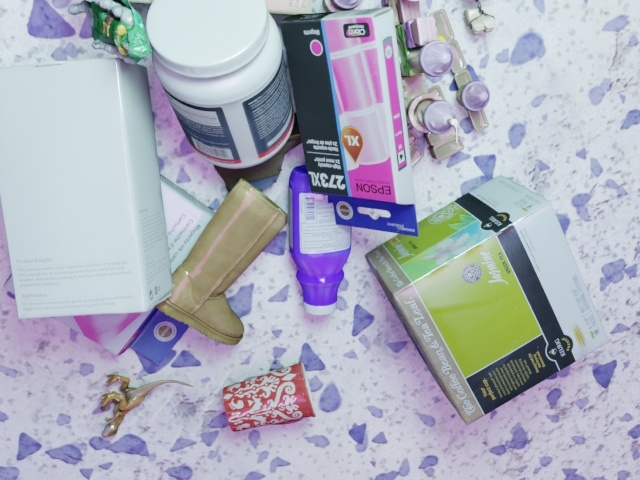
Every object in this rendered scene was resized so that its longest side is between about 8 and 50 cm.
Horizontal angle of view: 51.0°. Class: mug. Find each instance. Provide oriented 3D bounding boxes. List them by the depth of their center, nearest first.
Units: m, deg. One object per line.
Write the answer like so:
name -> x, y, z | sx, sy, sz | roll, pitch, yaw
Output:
mug -> -0.100, 0.336, 1.358 | 0.169, 0.113, 0.150 | -14, 109, -2

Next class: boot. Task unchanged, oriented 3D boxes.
boot -> -0.088, -0.158, 1.218 | 0.219, 0.082, 0.106 | -16, 133, -9
boot -> -0.149, 0.050, 1.232 | 0.270, 0.089, 0.236 | -50, 140, 3

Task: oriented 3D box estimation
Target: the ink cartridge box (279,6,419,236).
ink cartridge box -> 0.051, -0.171, 1.066 | 0.069, 0.175, 0.371 | -39, 127, -41

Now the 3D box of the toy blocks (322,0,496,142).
toy blocks -> 0.176, -0.313, 1.082 | 0.308, 0.260, 0.289 | -13, 104, -4

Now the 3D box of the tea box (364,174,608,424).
tea box -> 0.314, 0.109, 1.298 | 0.323, 0.220, 0.329 | -30, 112, 0

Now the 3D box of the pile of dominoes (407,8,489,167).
pile of dominoes -> 0.185, -0.270, 1.250 | 0.195, 0.040, 0.251 | -25, 104, -1

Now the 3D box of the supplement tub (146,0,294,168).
supplement tub -> -0.146, -0.251, 1.034 | 0.191, 0.272, 0.191 | -1, 67, 3

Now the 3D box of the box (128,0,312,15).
box -> -0.170, -0.440, 1.062 | 0.310, 0.121, 0.148 | -1, 110, -11

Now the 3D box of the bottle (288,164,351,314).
bottle -> 0.000, 0.000, 1.266 | 0.118, 0.092, 0.283 | -6, 111, -15

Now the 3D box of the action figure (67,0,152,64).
action figure -> -0.297, -0.310, 0.945 | 0.063, 0.232, 0.137 | -22, 136, -29

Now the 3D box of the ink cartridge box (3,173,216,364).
ink cartridge box -> -0.339, 0.043, 1.230 | 0.330, 0.071, 0.324 | 36, 99, -19

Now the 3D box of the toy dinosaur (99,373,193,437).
toy dinosaur -> -0.369, 0.306, 1.330 | 0.211, 0.064, 0.112 | -39, 130, 14

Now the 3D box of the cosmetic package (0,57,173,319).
cosmetic package -> -0.373, -0.081, 1.062 | 0.217, 0.156, 0.386 | -2, 97, 4
